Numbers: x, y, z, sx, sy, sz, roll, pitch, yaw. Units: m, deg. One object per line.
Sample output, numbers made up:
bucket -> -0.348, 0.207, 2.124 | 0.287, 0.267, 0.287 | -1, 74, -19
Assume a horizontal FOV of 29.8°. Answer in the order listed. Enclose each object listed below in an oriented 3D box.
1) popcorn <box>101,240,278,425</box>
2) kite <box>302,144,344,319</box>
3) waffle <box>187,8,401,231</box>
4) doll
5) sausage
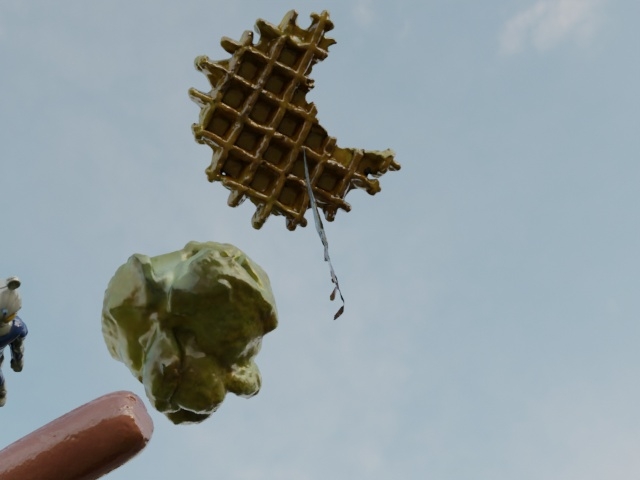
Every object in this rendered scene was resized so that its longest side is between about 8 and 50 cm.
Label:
popcorn -> -0.182, 0.128, 1.776 | 0.276, 0.276, 0.225 | -49, -25, 24
kite -> 0.003, -0.001, 1.356 | 0.016, 0.229, 0.127 | -13, -49, 1
waffle -> -0.050, -0.156, 1.643 | 0.260, 0.069, 0.293 | -25, -84, -15
doll -> -0.420, 0.125, 1.504 | 0.114, 0.057, 0.227 | 13, -54, -19
sausage -> -0.213, 0.179, 0.999 | 0.154, 0.062, 0.062 | -29, -46, 5
